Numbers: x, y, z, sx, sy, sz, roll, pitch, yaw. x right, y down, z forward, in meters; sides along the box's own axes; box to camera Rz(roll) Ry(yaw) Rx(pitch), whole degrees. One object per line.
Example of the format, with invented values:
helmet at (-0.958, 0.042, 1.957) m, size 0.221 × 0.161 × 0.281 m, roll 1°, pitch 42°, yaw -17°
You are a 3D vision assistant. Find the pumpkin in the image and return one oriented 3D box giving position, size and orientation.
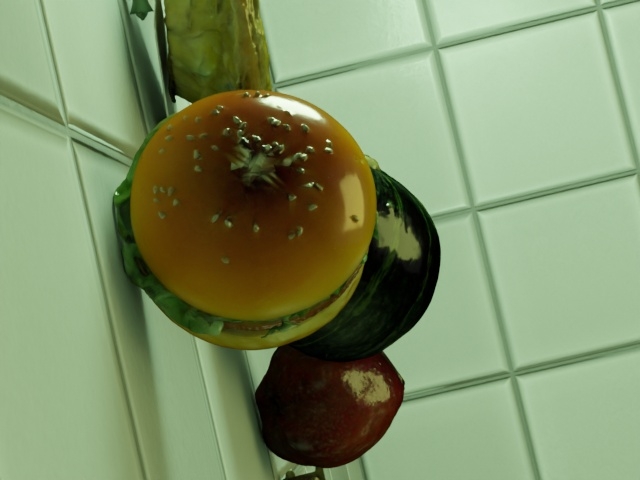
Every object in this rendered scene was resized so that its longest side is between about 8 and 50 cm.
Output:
pumpkin at (0.000, 0.000, 1.903) m, size 0.323 × 0.241 × 0.323 m, roll 34°, pitch 13°, yaw -9°

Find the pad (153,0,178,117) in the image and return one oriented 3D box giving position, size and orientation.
pad at (-0.176, -0.176, 1.779) m, size 0.156 × 0.004 × 0.232 m, roll -99°, pitch -178°, yaw -57°

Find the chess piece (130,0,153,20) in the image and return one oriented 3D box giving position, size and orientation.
chess piece at (-0.208, -0.295, 1.726) m, size 0.042 × 0.042 × 0.093 m, roll -79°, pitch 161°, yaw -81°

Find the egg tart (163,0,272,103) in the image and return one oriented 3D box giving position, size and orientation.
egg tart at (-0.123, -0.255, 1.739) m, size 0.315 × 0.120 × 0.315 m, roll 175°, pitch -90°, yaw -88°

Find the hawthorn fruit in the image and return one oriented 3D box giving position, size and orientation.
hawthorn fruit at (0.020, 0.207, 2.023) m, size 0.185 × 0.202 × 0.185 m, roll 23°, pitch -62°, yaw 53°

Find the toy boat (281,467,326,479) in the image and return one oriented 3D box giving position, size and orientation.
toy boat at (-0.015, 0.394, 2.019) m, size 0.088 × 0.068 × 0.226 m, roll 65°, pitch 14°, yaw -48°

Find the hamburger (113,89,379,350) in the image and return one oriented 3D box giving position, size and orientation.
hamburger at (-0.065, -0.026, 1.372) m, size 0.170 × 0.246 × 0.246 m, roll 101°, pitch -21°, yaw -67°
